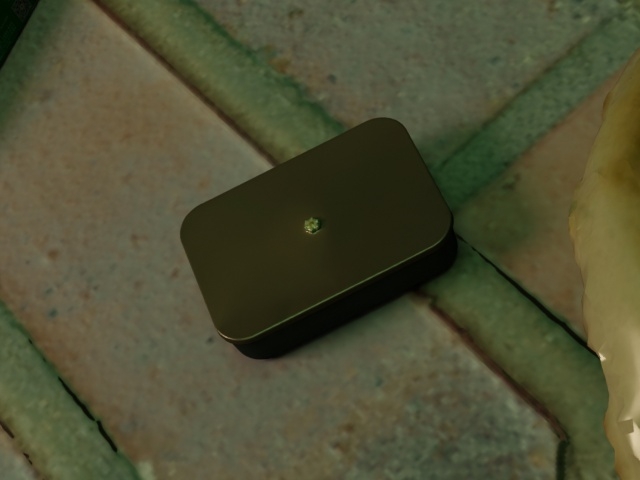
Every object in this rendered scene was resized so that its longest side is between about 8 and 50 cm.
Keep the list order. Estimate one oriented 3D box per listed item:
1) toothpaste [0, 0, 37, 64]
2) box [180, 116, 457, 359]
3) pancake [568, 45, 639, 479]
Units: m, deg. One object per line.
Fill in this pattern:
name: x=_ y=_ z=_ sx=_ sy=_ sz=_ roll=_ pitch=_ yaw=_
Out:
toothpaste: x=-0.216 y=-0.106 z=0.925 sx=0.037 sy=0.043 sz=0.178 roll=10 pitch=62 yaw=27
box: x=0.000 y=0.000 z=0.777 sx=0.126 sy=0.031 sz=0.091 roll=-28 pitch=52 yaw=1
pancake: x=0.252 y=0.051 z=0.509 sx=0.387 sy=0.082 sz=0.386 roll=9 pitch=60 yaw=-15
